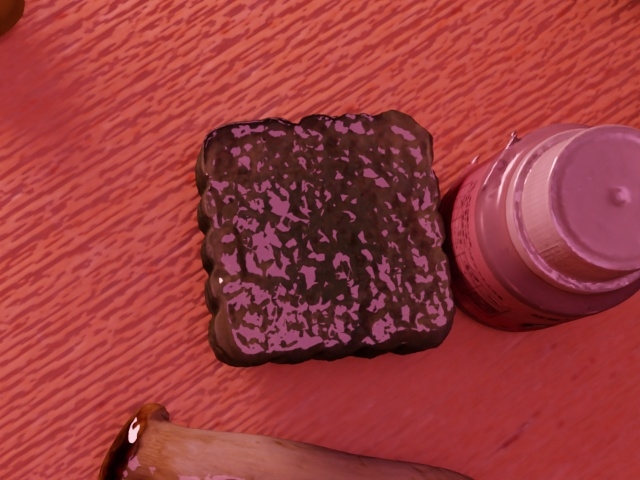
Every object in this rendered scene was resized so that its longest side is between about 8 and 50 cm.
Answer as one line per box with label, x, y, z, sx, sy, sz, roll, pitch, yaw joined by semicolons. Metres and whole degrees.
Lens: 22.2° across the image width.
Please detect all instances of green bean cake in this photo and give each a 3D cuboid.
green bean cake;0.000;0.000;1.233;0.183;0.094;0.185;-5;82;-11

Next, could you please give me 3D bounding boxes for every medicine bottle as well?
medicine bottle;0.173;-0.011;1.189;0.147;0.247;0.147;1;82;-11

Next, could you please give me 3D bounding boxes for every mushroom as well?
mushroom;-0.010;0.197;1.210;0.312;0.081;0.100;14;85;-10

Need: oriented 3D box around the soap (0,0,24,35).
soap;-0.279;-0.213;1.222;0.089;0.045;0.140;-24;103;-14
